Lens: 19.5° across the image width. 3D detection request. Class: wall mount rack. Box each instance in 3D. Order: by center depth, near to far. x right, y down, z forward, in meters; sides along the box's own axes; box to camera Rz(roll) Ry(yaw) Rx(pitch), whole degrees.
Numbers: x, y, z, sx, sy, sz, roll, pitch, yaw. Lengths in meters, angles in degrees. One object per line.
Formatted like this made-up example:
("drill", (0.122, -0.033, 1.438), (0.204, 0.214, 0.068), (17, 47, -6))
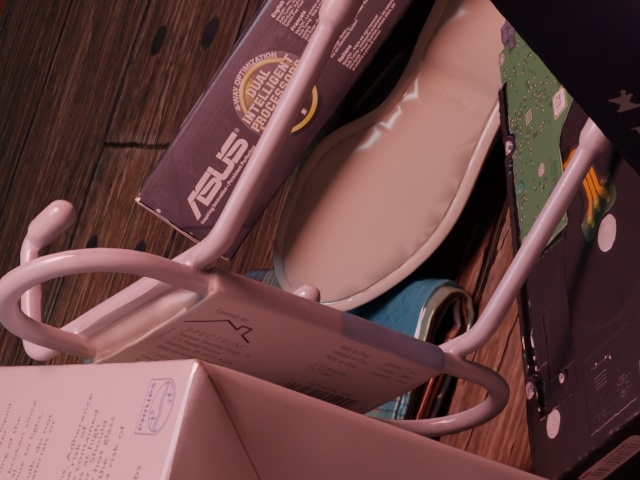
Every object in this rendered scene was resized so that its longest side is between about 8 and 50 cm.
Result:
("wall mount rack", (0.000, 0.000, 1.055), (0.304, 0.350, 0.131), (-31, 53, 39))

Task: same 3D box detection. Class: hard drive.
("hard drive", (0.188, -0.044, 1.098), (0.237, 0.064, 0.339), (126, 147, -53))

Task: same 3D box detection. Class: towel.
("towel", (-0.014, 0.153, 1.458), (0.370, 0.040, 0.272), (1, 72, 66))

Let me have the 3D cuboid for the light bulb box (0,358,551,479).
("light bulb box", (-0.016, 0.221, 1.033), (0.361, 0.357, 0.225), (-9, 62, 63))

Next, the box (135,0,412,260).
("box", (0.027, -0.202, 1.414), (0.395, 0.097, 0.318), (-54, 7, 21))

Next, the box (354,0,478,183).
("box", (0.075, -0.101, 1.481), (0.164, 0.021, 0.201), (-36, 41, 50))

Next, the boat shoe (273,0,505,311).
("boat shoe", (0.080, -0.081, 1.361), (0.319, 0.116, 0.099), (-57, -9, 18))

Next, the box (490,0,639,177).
("box", (0.207, -0.205, 0.847), (0.296, 0.294, 0.183), (-24, 51, 22))
